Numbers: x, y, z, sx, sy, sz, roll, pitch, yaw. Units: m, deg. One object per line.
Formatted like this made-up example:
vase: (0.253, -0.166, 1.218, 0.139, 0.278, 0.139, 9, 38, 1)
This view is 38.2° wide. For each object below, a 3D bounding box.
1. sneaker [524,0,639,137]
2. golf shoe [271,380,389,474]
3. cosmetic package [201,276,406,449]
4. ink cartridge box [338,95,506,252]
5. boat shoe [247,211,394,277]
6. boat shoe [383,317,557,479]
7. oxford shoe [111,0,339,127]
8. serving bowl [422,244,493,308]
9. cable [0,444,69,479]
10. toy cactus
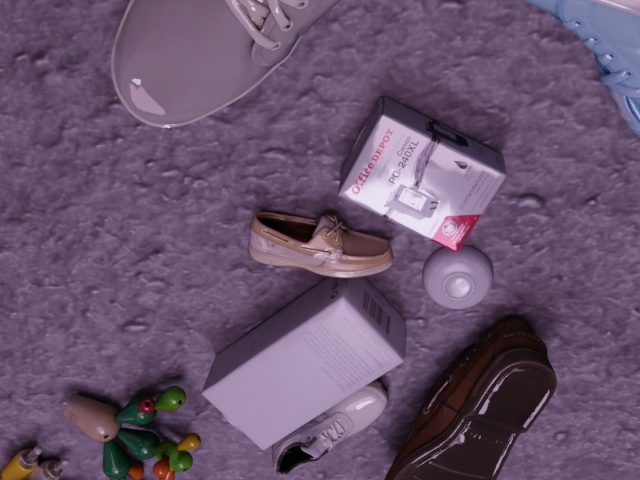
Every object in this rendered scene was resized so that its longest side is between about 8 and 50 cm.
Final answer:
sneaker: (0.310, -0.174, 0.884, 0.366, 0.135, 0.150, 21, 113, -5)
golf shoe: (0.012, 0.243, 1.168, 0.176, 0.086, 0.069, -35, 107, 20)
cosmetic package: (-0.019, 0.143, 1.119, 0.231, 0.085, 0.117, -34, 109, 23)
ink cartridge box: (0.107, -0.071, 1.001, 0.150, 0.063, 0.109, 25, 118, -7)
boat shoe: (0.000, 0.000, 1.051, 0.170, 0.063, 0.059, 5, 124, 4)
boat shoe: (0.176, 0.228, 1.135, 0.110, 0.104, 0.307, 29, 116, -19)
oxford shoe: (-0.046, -0.262, 0.882, 0.449, 0.130, 0.169, -35, 111, 23)
serving bowl: (0.161, 0.048, 1.079, 0.083, 0.027, 0.083, 2, 118, 4)
cable: (-0.454, 0.381, 1.318, 0.287, 0.072, 0.139, -23, 113, 29)
toy cactus: (-0.255, 0.266, 1.210, 0.180, 0.112, 0.219, 27, 126, 2)
